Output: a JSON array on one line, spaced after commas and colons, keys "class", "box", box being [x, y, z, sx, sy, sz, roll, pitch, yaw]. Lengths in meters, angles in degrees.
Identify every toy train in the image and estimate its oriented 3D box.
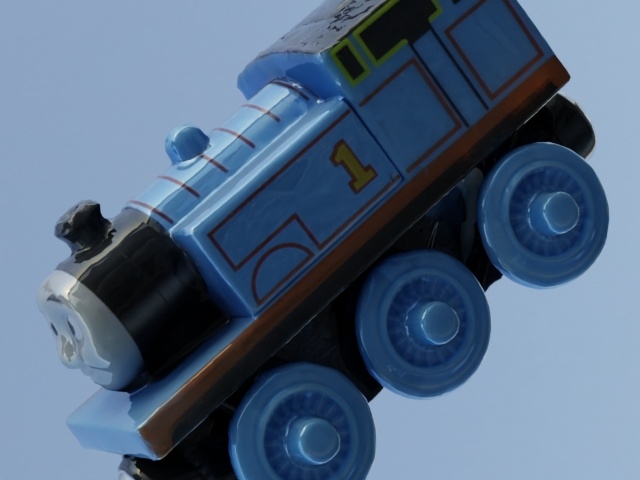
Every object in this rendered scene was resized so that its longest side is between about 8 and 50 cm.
[{"class": "toy train", "box": [0.000, 0.000, 0.547, 0.184, 0.080, 0.105, -42, -78, -20]}]
